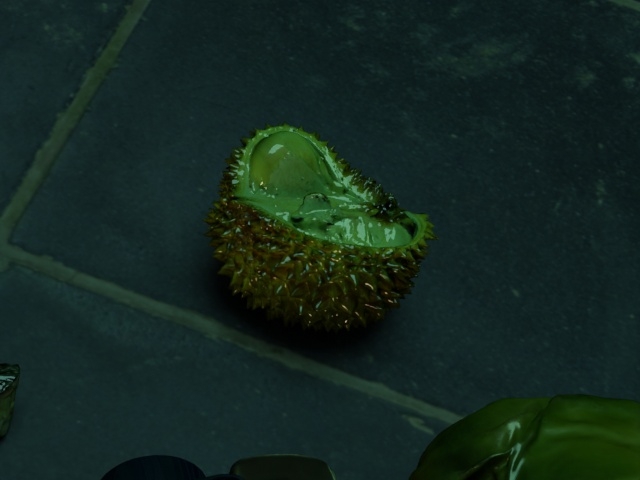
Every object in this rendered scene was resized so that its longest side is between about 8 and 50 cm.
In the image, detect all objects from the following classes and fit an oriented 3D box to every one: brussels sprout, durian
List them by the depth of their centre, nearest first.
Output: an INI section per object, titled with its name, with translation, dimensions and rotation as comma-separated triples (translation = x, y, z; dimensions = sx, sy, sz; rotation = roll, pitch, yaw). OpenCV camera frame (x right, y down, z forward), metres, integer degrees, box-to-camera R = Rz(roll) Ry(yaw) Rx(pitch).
[brussels sprout]
translation = 0.223, 0.269, 1.834
dimensions = 0.294, 0.227, 0.259
rotation = -8, 51, -17
[durian]
translation = -0.003, -0.001, 2.062
dimensions = 0.237, 0.176, 0.200
rotation = 28, 55, 17

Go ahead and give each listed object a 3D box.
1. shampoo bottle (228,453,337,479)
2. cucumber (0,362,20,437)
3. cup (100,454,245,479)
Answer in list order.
[shampoo bottle]
translation = -0.019, 0.356, 1.779
dimensions = 0.125, 0.084, 0.350
rotation = 4, 47, -13
[cucumber]
translation = -0.402, 0.158, 1.859
dimensions = 0.241, 0.074, 0.074
rotation = -3, 48, -15
[cup]
translation = -0.130, 0.277, 1.794
dimensions = 0.150, 0.113, 0.138
rotation = -5, 47, -7
